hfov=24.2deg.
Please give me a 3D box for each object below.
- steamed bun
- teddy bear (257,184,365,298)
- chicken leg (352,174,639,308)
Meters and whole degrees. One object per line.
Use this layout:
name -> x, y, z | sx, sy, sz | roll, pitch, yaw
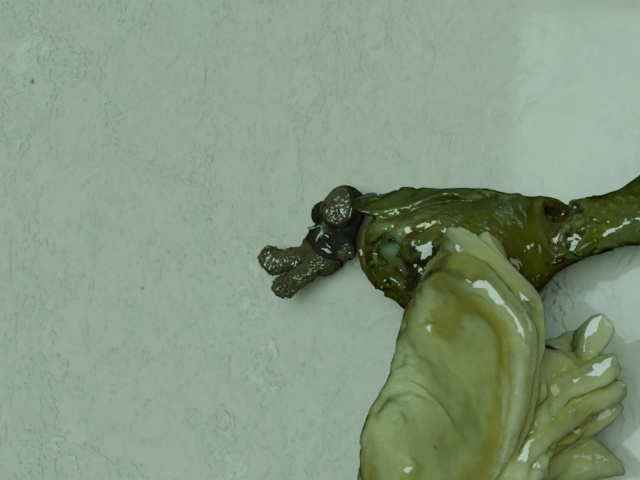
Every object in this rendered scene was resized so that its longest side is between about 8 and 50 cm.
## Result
steamed bun -> 0.199, 0.190, 1.630 | 0.247, 0.189, 0.428 | 36, 130, 32
teddy bear -> 0.005, 0.006, 1.832 | 0.160, 0.078, 0.119 | -47, 34, 15
chicken leg -> 0.253, -0.009, 1.702 | 0.429, 0.153, 0.201 | -14, 45, 11
